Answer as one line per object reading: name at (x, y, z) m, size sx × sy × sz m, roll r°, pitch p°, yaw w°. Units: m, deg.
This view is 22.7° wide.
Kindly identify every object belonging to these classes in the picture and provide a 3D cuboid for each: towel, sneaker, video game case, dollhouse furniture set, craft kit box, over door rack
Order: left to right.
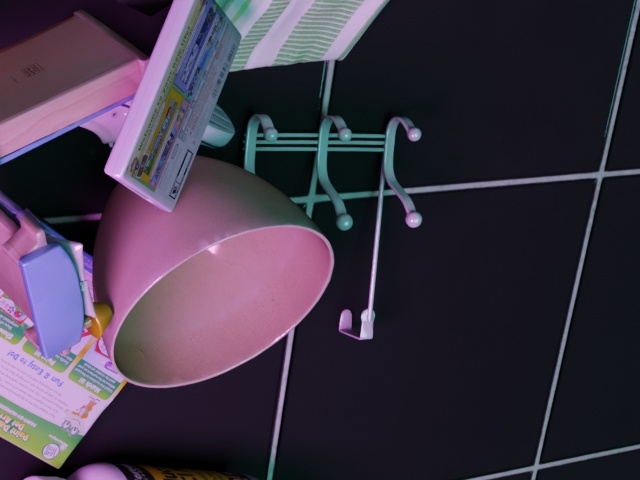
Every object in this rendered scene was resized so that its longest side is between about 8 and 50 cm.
dollhouse furniture set at (-0.306, -0.076, 1.724) m, size 0.198 × 0.286 × 0.303 m, roll -29°, pitch 135°, yaw -26°
craft kit box at (-0.335, 0.123, 1.932) m, size 0.247 × 0.061 × 0.250 m, roll -53°, pitch 130°, yaw -3°
sneaker at (-0.220, -0.153, 1.856) m, size 0.258 × 0.094 × 0.091 m, roll 20°, pitch 122°, yaw -36°
video game case at (-0.148, -0.146, 1.651) m, size 0.193 × 0.023 × 0.212 m, roll 43°, pitch 68°, yaw -77°
towel at (-0.029, -0.270, 1.831) m, size 0.324 × 0.038 × 0.248 m, roll -17°, pitch 157°, yaw -45°
over door rack at (0.000, 0.000, 2.056) m, size 0.239 × 0.108 × 0.324 m, roll -1°, pitch 114°, yaw -32°

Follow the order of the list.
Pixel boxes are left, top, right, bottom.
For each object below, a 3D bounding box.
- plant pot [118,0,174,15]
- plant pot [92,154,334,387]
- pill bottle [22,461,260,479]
plant pot at (-0.203, -0.354, 1.701) m, size 0.188 × 0.187 × 0.167 m, roll 24°, pitch 110°, yaw -40°
plant pot at (-0.152, 0.010, 1.863) m, size 0.284 × 0.191 × 0.284 m, roll -24°, pitch 149°, yaw -15°
pill bottle at (-0.228, 0.383, 2.048) m, size 0.334 × 0.188 × 0.188 m, roll 11°, pitch 107°, yaw -37°
